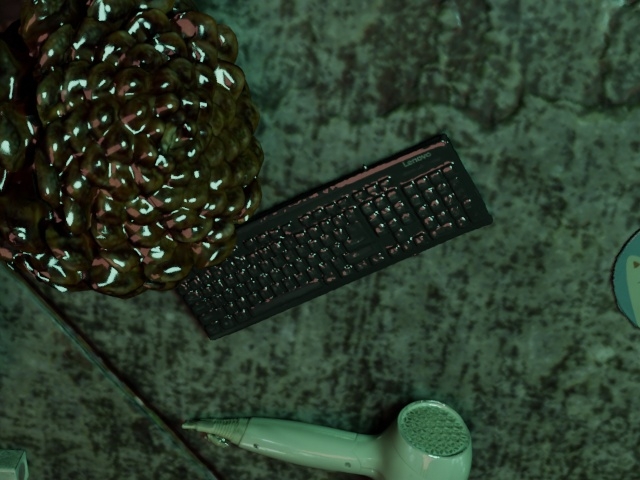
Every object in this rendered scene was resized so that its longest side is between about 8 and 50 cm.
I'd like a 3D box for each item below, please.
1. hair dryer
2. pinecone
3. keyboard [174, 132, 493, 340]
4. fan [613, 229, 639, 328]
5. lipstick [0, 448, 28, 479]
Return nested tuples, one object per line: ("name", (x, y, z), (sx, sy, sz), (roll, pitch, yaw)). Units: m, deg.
("hair dryer", (-0.005, 0.201, 1.126), (0.237, 0.075, 0.206), (17, 127, 6))
("pinecone", (-0.151, -0.064, 0.905), (0.222, 0.221, 0.221), (3, 120, 5))
("keyboard", (0.000, 0.000, 1.025), (0.251, 0.017, 0.087), (-23, 116, 20))
("fan", (0.287, 0.054, 1.025), (0.113, 0.005, 0.175), (-18, 114, 16))
("lipstick", (-0.320, 0.198, 1.171), (0.129, 0.030, 0.030), (1, 120, 7))
